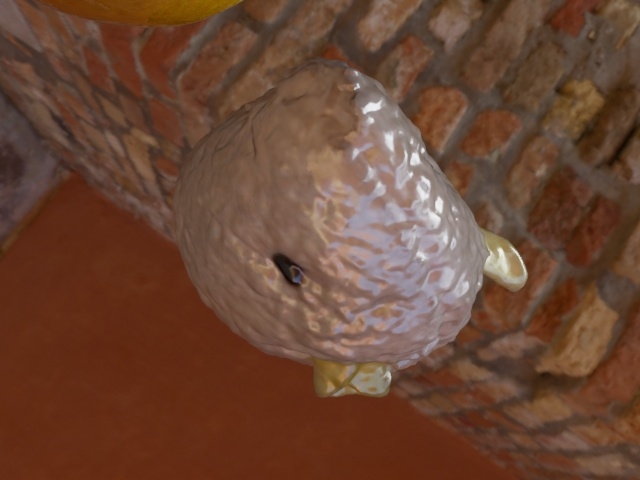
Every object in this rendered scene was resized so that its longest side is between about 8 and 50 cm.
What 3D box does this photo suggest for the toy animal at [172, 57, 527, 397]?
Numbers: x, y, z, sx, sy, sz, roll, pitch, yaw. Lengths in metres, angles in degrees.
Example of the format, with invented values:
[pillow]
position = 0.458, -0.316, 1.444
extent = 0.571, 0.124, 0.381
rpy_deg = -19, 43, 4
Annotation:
[toy animal]
position = -0.002, 0.000, 0.643
extent = 0.188, 0.226, 0.358
rpy_deg = -43, -169, -10

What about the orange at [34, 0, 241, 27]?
[orange]
position = -0.066, -0.155, 0.305
extent = 0.159, 0.136, 0.159
rpy_deg = -37, 162, -14
